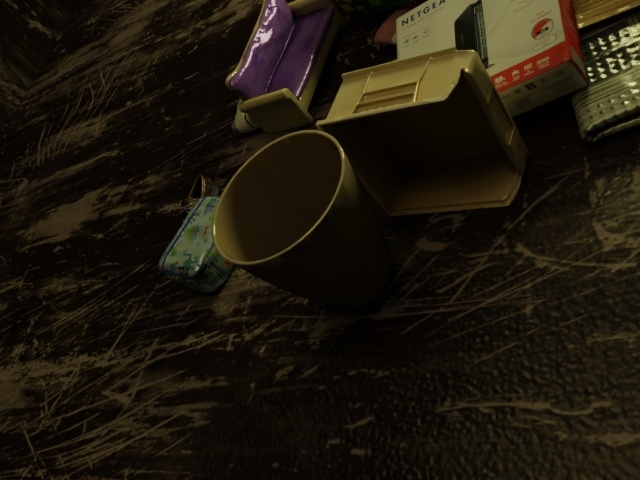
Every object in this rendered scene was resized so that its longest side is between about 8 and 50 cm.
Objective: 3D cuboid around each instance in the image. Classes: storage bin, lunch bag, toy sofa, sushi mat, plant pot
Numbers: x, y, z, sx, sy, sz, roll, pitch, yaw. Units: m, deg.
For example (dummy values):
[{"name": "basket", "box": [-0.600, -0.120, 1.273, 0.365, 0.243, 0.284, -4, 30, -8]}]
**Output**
[{"name": "storage bin", "box": [0.182, -0.173, 1.167, 0.260, 0.262, 0.123, -3, 54, 38]}, {"name": "lunch bag", "box": [-0.251, 0.004, 1.518, 0.176, 0.090, 0.219, 10, 64, 47]}, {"name": "toy sofa", "box": [-0.076, -0.456, 1.678, 0.150, 0.177, 0.363, -6, 53, 37]}, {"name": "sushi mat", "box": [0.521, -0.445, 1.233, 0.316, 0.019, 0.151, -17, 45, 32]}, {"name": "plant pot", "box": [0.000, 0.000, 1.166, 0.256, 0.274, 0.256, -22, 46, 24]}]

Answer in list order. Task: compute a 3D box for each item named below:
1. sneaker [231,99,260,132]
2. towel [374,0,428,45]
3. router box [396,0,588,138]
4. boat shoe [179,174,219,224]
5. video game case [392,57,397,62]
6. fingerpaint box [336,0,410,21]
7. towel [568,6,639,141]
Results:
[{"name": "sneaker", "box": [-0.163, -0.377, 1.762, 0.095, 0.090, 0.235, -17, 44, 48]}, {"name": "towel", "box": [0.291, -0.516, 1.500, 0.329, 0.037, 0.237, 19, 67, 50]}, {"name": "router box", "box": [0.300, -0.357, 1.281, 0.335, 0.082, 0.301, -21, 56, 36]}, {"name": "boat shoe", "box": [-0.304, -0.074, 1.639, 0.066, 0.066, 0.183, -10, 52, 34]}, {"name": "video game case", "box": [0.254, -0.370, 1.451, 0.183, 0.023, 0.201, -30, 42, 18]}, {"name": "fingerpaint box", "box": [0.227, -0.776, 1.592, 0.371, 0.163, 0.445, -2, 61, 46]}, {"name": "towel", "box": [0.569, -0.327, 1.141, 0.324, 0.056, 0.312, -22, 43, 28]}]
